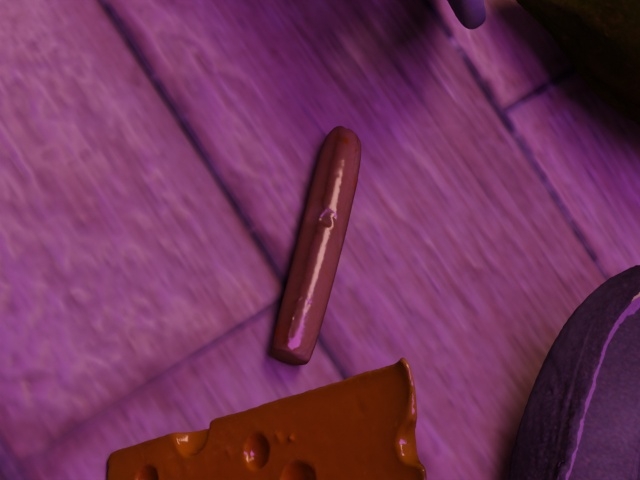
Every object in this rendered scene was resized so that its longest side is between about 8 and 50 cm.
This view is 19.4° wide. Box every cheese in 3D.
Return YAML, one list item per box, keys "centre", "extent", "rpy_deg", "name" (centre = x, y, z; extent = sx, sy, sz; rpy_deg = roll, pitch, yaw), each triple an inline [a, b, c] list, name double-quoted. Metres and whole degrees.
- centre: [-0.002, 0.116, 0.801]
  extent: [0.126, 0.171, 0.093]
  rpy_deg: [6, 68, -26]
  name: "cheese"

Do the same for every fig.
- centre: [0.182, -0.127, 1.026]
  extent: [0.156, 0.123, 0.123]
  rpy_deg: [22, 62, -12]
  name: "fig"

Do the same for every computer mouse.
- centre: [0.149, 0.124, 0.941]
  extent: [0.113, 0.068, 0.229]
  rpy_deg: [18, 79, -17]
  name: "computer mouse"

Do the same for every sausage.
- centre: [0.000, 0.000, 0.936]
  extent: [0.024, 0.024, 0.132]
  rpy_deg: [23, 62, -18]
  name: "sausage"

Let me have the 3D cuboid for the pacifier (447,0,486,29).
- centre: [-0.013, -0.223, 0.955]
  extent: [0.207, 0.227, 0.279]
  rpy_deg: [-23, 104, 0]
  name: "pacifier"
